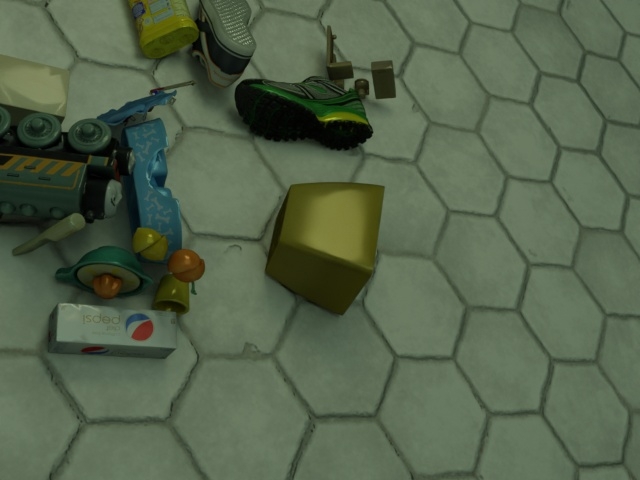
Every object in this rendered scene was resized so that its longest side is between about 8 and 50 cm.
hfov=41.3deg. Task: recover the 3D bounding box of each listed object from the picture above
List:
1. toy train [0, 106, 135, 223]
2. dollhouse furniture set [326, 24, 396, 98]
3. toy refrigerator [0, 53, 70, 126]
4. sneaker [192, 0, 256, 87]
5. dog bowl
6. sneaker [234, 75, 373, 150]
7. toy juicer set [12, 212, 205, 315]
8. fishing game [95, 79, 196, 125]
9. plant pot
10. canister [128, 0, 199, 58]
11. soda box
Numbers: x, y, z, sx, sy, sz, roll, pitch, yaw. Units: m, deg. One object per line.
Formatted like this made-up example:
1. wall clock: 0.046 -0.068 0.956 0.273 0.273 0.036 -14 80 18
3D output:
1. toy train: -0.501 -0.121 1.492 0.334 0.142 0.190 7 58 -3
2. dollhouse furniture set: 0.099 -0.427 2.034 0.151 0.144 0.123 -4 62 8
3. toy refrigerator: -0.616 -0.284 1.577 0.270 0.094 0.102 9 69 -26
4. sneaker: -0.225 -0.458 1.884 0.126 0.127 0.321 19 33 -23
5. dog bowl: -0.325 -0.091 1.611 0.074 0.166 0.297 -5 69 -19
6. sneaker: -0.045 -0.304 1.913 0.344 0.134 0.146 9 55 -37
7. toy juicer set: -0.360 0.046 1.484 0.329 0.209 0.089 18 57 -22
8. fishing game: -0.362 -0.251 1.665 0.264 0.189 0.041 -43 120 -46
9. plant pot: 0.000 0.000 1.735 0.187 0.212 0.212 15 59 -8
10. canister: -0.345 -0.495 1.826 0.126 0.073 0.169 -23 72 9
11. soda box: -0.367 0.162 1.510 0.216 0.069 0.073 8 63 -28
